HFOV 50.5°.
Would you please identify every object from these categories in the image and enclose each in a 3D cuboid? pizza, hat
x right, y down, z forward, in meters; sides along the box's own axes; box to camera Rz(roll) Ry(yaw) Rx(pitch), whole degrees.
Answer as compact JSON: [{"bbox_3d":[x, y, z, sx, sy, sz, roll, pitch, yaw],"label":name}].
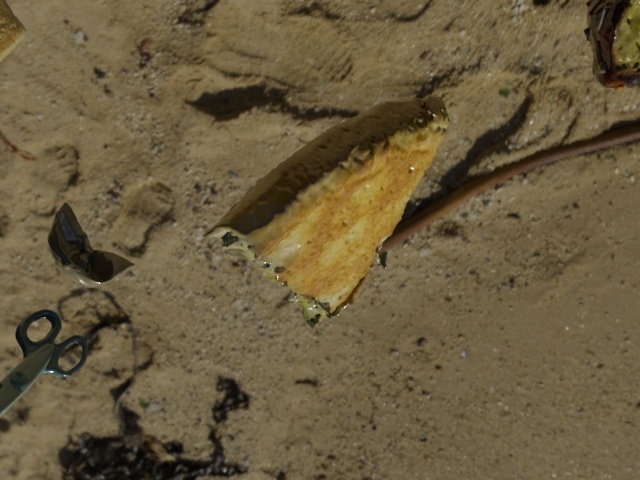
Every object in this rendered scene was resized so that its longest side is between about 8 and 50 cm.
[{"bbox_3d":[0.000,0.000,0.705,0.075,0.280,0.287,42,144,26],"label":"pizza"},{"bbox_3d":[-0.453,0.038,1.264,0.166,0.144,0.173,45,134,-4],"label":"hat"}]

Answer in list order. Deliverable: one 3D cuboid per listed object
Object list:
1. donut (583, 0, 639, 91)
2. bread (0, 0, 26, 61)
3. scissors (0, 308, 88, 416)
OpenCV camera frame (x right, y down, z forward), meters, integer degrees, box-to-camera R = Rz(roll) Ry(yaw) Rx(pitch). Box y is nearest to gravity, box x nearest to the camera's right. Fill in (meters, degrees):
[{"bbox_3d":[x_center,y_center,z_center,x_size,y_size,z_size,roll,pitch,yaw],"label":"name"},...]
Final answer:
[{"bbox_3d":[0.355,-0.232,0.613,0.096,0.216,0.230,58,154,-14],"label":"donut"},{"bbox_3d":[-0.539,-0.343,1.071,0.082,0.106,0.125,-6,134,22],"label":"bread"},{"bbox_3d":[-0.518,0.240,1.165,0.138,0.289,0.041,46,127,-13],"label":"scissors"}]
